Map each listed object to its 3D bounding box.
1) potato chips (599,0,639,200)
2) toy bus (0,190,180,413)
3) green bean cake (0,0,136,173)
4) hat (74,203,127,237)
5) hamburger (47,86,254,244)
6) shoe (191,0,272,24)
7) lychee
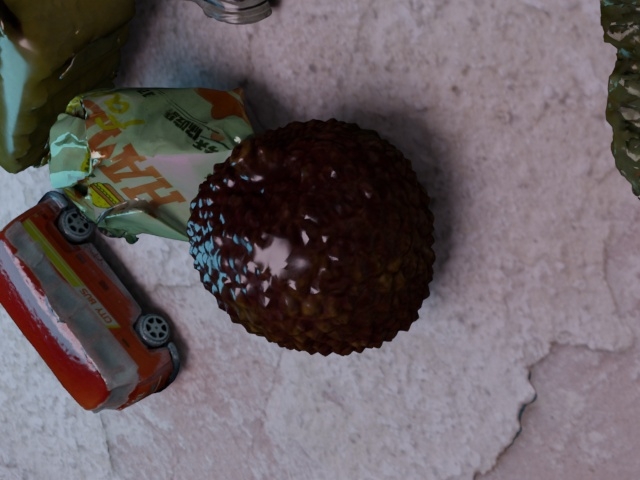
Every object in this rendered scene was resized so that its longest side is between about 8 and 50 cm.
[{"bbox_3d":[0.397,-0.152,1.506,0.429,0.070,0.358,19,124,33],"label":"potato chips"},{"bbox_3d":[-0.284,0.083,2.214,0.265,0.120,0.121,53,138,4],"label":"toy bus"},{"bbox_3d":[-0.330,-0.261,2.009,0.310,0.202,0.285,49,150,10],"label":"green bean cake"},{"bbox_3d":[-0.249,-0.046,2.157,0.121,0.050,0.121,24,133,29],"label":"hat"},{"bbox_3d":[-0.174,-0.074,1.971,0.214,0.125,0.235,3,153,-2],"label":"hamburger"},{"bbox_3d":[-0.118,-0.283,1.886,0.169,0.071,0.099,26,127,23],"label":"shoe"},{"bbox_3d":[0.000,0.000,1.836,0.236,0.236,0.271,-1,147,42],"label":"lychee"}]
